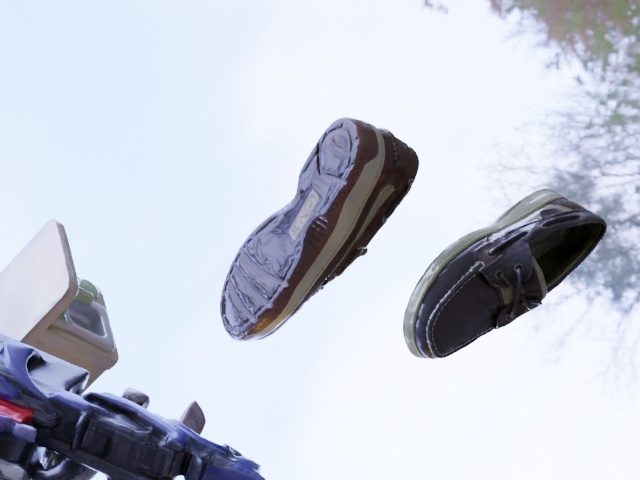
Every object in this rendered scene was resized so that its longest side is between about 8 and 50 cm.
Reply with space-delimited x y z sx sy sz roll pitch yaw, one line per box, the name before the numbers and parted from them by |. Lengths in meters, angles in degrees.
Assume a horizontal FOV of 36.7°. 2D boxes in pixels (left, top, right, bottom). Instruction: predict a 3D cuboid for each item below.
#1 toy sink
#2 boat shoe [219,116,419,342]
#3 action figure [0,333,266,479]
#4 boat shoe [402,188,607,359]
toy sink | -0.347 0.116 1.218 0.234 0.153 0.131 -45 -49 13
boat shoe | 0.003 0.006 0.891 0.095 0.095 0.257 10 -48 -38
action figure | -0.208 0.183 0.783 0.178 0.341 0.330 -68 -14 1
boat shoe | 0.163 0.028 0.830 0.223 0.073 0.080 -36 -58 -30
